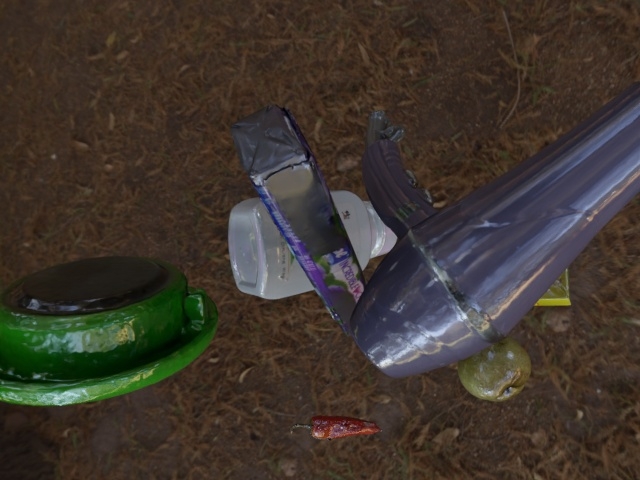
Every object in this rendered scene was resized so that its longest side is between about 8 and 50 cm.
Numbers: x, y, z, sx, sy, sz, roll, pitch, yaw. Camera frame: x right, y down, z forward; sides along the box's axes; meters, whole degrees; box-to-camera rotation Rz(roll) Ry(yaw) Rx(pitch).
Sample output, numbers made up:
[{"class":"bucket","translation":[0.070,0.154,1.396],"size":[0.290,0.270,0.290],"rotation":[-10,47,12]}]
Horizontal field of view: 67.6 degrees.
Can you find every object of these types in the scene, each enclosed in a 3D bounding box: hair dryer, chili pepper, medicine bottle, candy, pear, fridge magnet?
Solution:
[{"class":"hair dryer","translation":[0.122,-0.070,0.491],"size":[0.301,0.121,0.361],"rotation":[-43,37,15]},{"class":"chili pepper","translation":[0.048,0.486,1.245],"size":[0.059,0.267,0.050],"rotation":[-105,31,-49]},{"class":"medicine bottle","translation":[-0.003,-0.003,0.814],"size":[0.111,0.296,0.161],"rotation":[6,101,48]},{"class":"candy","translation":[0.000,0.000,0.516],"size":[0.061,0.312,0.088],"rotation":[-25,51,2]},{"class":"pear","translation":[0.400,0.294,1.100],"size":[0.167,0.167,0.137],"rotation":[-47,44,16]},{"class":"fridge magnet","translation":[-0.197,0.071,0.426],"size":[0.208,0.208,0.088],"rotation":[8,109,25]}]

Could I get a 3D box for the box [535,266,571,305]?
[{"class":"box","translation":[0.436,0.003,1.008],"size":[0.153,0.041,0.279],"rotation":[-6,58,32]}]
